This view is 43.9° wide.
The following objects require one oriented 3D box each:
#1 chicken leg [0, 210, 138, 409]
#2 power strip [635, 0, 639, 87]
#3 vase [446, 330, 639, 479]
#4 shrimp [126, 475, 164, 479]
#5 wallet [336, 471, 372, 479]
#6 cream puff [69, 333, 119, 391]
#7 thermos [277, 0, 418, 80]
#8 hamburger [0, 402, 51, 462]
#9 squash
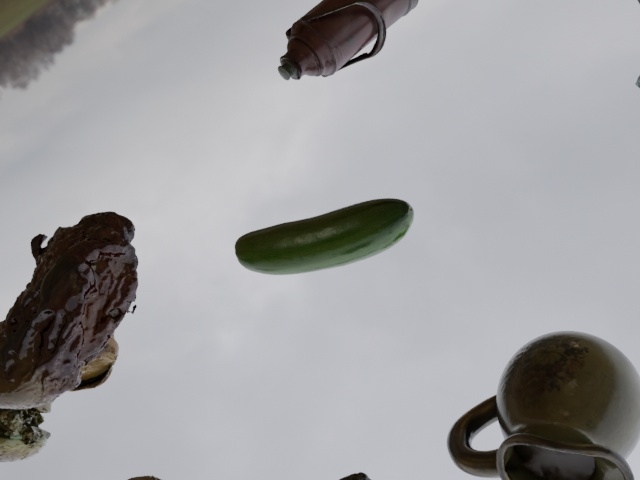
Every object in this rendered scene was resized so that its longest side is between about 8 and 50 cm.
[{"bbox_3d":[-0.312,0.088,0.861,0.323,0.083,0.177,-53,-131,11],"label":"chicken leg"},{"bbox_3d":[0.438,-0.276,0.996,0.054,0.167,0.254,-38,-138,48],"label":"power strip"},{"bbox_3d":[0.360,0.313,1.310,0.329,0.241,0.302,-17,-160,34],"label":"vase"},{"bbox_3d":[-0.297,0.528,1.470,0.236,0.133,0.053,46,-55,39],"label":"shrimp"},{"bbox_3d":[0.115,0.646,1.542,0.228,0.406,0.062,-33,-174,32],"label":"wallet"},{"bbox_3d":[-0.330,0.138,1.027,0.133,0.119,0.104,-16,-117,-5],"label":"cream puff"},{"bbox_3d":[0.026,-0.305,1.129,0.232,0.099,0.124,-42,-130,-17],"label":"thermos"},{"bbox_3d":[-0.488,0.279,1.215,0.185,0.159,0.131,-20,-124,55],"label":"hamburger"},{"bbox_3d":[0.001,0.002,1.135,0.292,0.082,0.082,-14,-148,28],"label":"squash"}]
